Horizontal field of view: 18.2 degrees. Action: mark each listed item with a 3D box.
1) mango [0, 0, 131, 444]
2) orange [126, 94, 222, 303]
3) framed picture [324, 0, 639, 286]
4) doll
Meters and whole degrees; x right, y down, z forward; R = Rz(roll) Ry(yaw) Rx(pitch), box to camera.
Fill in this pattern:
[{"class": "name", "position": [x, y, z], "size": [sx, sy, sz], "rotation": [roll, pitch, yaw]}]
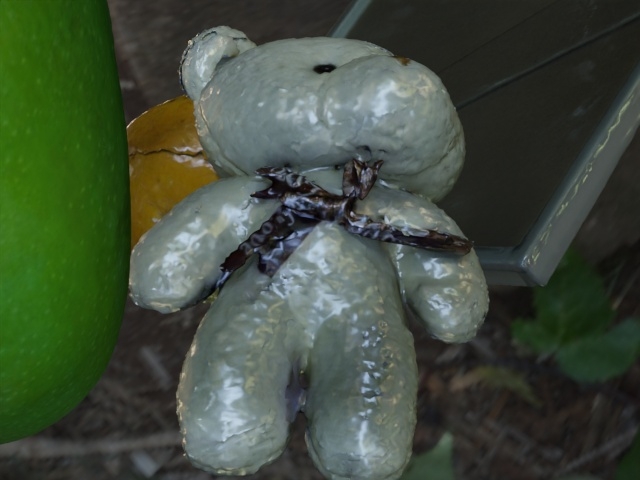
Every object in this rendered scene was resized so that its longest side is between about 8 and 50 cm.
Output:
[{"class": "mango", "position": [-0.168, -0.073, 0.697], "size": [0.225, 0.201, 0.382], "rotation": [40, 159, 42]}, {"class": "orange", "position": [-0.076, -0.030, 1.390], "size": [0.156, 0.134, 0.156], "rotation": [12, 121, 21]}, {"class": "framed picture", "position": [0.092, -0.101, 1.494], "size": [0.028, 0.326, 0.446], "rotation": [46, 157, -26]}, {"class": "doll", "position": [0.005, 0.000, 1.080], "size": [0.175, 0.278, 0.149], "rotation": [23, 144, -28]}]
